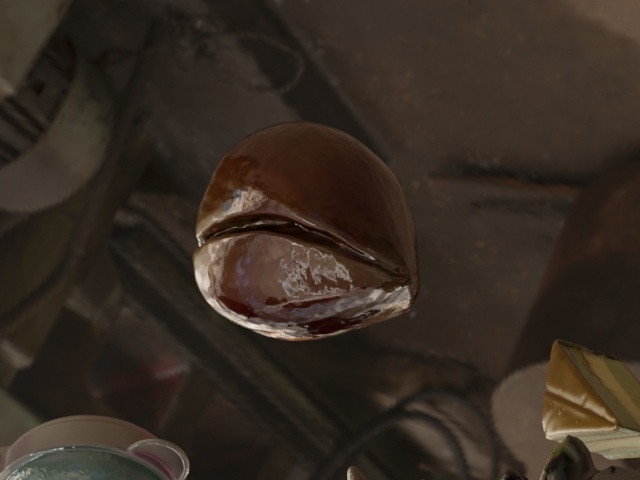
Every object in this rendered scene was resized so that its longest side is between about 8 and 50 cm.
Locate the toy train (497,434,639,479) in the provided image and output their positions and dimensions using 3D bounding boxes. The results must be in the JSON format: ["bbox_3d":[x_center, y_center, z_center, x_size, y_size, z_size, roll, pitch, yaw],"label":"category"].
[{"bbox_3d":[0.213,0.269,1.145,0.134,0.177,0.261,15,-163,34],"label":"toy train"}]

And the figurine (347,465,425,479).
[{"bbox_3d":[0.035,0.356,1.464,0.177,0.247,0.173,23,146,52],"label":"figurine"}]

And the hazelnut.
[{"bbox_3d":[0.000,0.000,1.199,0.208,0.208,0.208,21,157,9],"label":"hazelnut"}]

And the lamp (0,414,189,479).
[{"bbox_3d":[-0.229,0.245,1.253,0.246,0.108,0.179,-4,120,7],"label":"lamp"}]

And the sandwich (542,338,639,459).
[{"bbox_3d":[0.373,0.190,1.765,0.117,0.144,0.187,17,162,-18],"label":"sandwich"}]
